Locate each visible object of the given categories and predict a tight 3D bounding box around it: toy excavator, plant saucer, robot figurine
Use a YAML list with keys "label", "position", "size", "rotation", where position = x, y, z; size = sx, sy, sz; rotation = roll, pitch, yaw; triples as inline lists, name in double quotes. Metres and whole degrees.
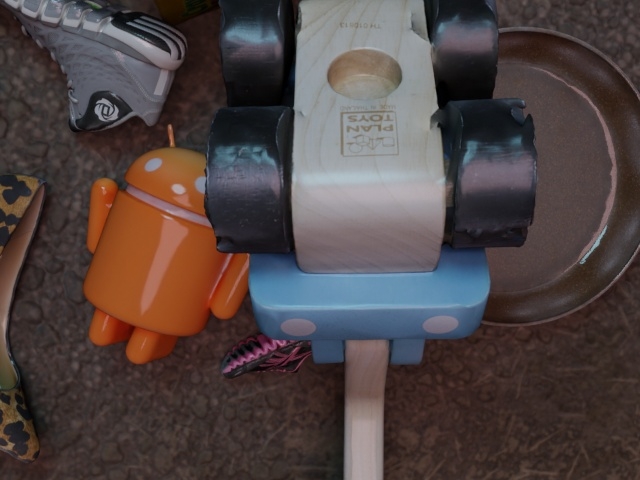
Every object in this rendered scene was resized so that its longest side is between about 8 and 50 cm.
- label: "toy excavator"
  position: [0.043, 0.057, 0.658]
  size: [0.222, 0.445, 0.433]
  rotation: [-2, 54, 3]
- label: "plant saucer"
  position: [0.205, -0.065, 0.782]
  size: [0.310, 0.050, 0.310]
  rotation: [-1, 98, -8]
- label: "robot figurine"
  position: [-0.148, 0.005, 0.705]
  size: [0.128, 0.158, 0.219]
  rotation: [19, 95, -39]

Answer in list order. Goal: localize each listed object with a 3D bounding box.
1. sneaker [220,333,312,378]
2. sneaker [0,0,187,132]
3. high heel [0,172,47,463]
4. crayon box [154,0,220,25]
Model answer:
- label: "sneaker"
  position: [-0.046, 0.123, 0.778]
  size: [0.119, 0.047, 0.057]
  rotation: [-25, 111, -3]
- label: "sneaker"
  position: [-0.245, -0.172, 0.696]
  size: [0.229, 0.086, 0.132]
  rotation: [26, 120, 8]
- label: "high heel"
  position: [-0.295, 0.072, 0.712]
  size: [0.186, 0.093, 0.261]
  rotation: [-32, 95, -2]
- label: "crayon box"
  position: [-0.055, -0.277, 0.644]
  size: [0.323, 0.203, 0.083]
  rotation: [-21, 100, -4]
